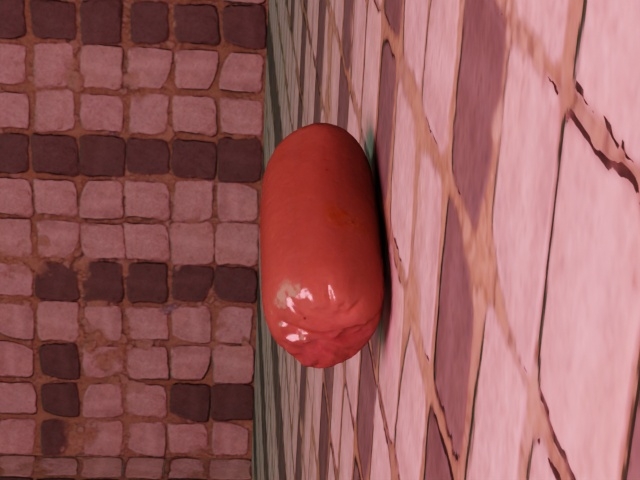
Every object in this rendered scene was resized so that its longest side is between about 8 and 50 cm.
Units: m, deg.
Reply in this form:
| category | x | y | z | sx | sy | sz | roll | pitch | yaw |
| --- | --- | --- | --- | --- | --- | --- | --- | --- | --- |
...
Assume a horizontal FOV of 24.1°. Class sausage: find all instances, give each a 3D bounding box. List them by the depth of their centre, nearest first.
| category | x | y | z | sx | sy | sz | roll | pitch | yaw |
| --- | --- | --- | --- | --- | --- | --- | --- | --- | --- |
| sausage | 0.000 | 0.000 | 0.753 | 0.154 | 0.062 | 0.062 | -93 | 6 | -54 |
